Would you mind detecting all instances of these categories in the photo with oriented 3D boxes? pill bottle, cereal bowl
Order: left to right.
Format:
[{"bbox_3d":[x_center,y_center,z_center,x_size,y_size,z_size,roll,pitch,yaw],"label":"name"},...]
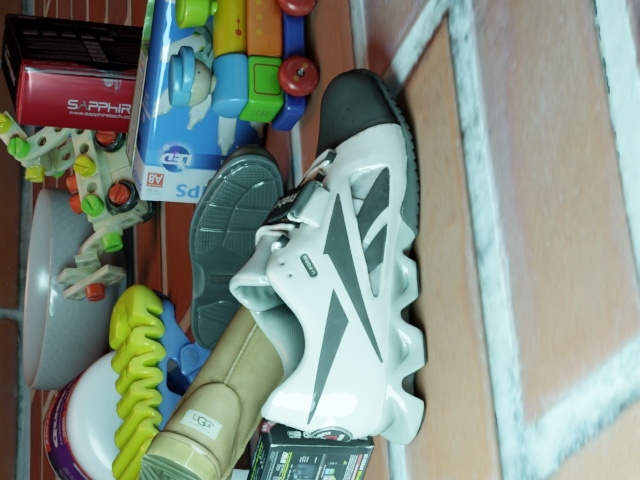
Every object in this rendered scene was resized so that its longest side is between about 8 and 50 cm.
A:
[{"bbox_3d":[-0.401,0.081,2.660,0.339,0.141,0.338,-177,90,-73],"label":"cereal bowl"},{"bbox_3d":[-0.247,0.238,2.031,0.323,0.182,0.181,146,126,-69],"label":"pill bottle"}]

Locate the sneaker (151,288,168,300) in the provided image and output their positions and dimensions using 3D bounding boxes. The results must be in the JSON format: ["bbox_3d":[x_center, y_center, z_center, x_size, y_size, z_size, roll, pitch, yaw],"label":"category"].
[{"bbox_3d":[-0.235,0.097,2.274,0.135,0.052,0.058,16,92,66],"label":"sneaker"}]

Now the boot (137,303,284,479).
[{"bbox_3d":[-0.069,0.135,1.447,0.269,0.089,0.236,-59,-1,-32],"label":"boot"}]

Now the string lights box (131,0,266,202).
[{"bbox_3d":[-0.125,-0.173,1.792,0.077,0.133,0.259,-123,39,-63],"label":"string lights box"}]

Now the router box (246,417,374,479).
[{"bbox_3d":[-0.014,0.207,1.404,0.038,0.092,0.122,-106,26,-50],"label":"router box"}]

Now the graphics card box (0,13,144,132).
[{"bbox_3d":[-0.339,-0.245,2.361,0.371,0.233,0.094,-127,43,-65],"label":"graphics card box"}]

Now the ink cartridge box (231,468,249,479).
[{"bbox_3d":[-0.110,0.283,1.608,0.208,0.153,0.086,135,135,-67],"label":"ink cartridge box"}]

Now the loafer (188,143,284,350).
[{"bbox_3d":[-0.099,-0.002,1.749,0.084,0.096,0.267,-98,17,-52],"label":"loafer"}]

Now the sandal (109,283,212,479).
[{"bbox_3d":[-0.159,0.202,1.810,0.126,0.138,0.317,-39,46,55],"label":"sandal"}]

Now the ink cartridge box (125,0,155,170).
[{"bbox_3d":[-0.171,-0.187,1.996,0.062,0.109,0.209,-119,37,-61],"label":"ink cartridge box"}]

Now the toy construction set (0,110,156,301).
[{"bbox_3d":[-0.363,-0.076,2.436,0.327,0.215,0.151,71,-165,10],"label":"toy construction set"}]

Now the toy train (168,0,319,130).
[{"bbox_3d":[-0.084,-0.241,1.649,0.105,0.143,0.248,137,134,-66],"label":"toy train"}]

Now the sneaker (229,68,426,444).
[{"bbox_3d":[0.000,0.000,1.319,0.122,0.146,0.330,120,151,-59],"label":"sneaker"}]
